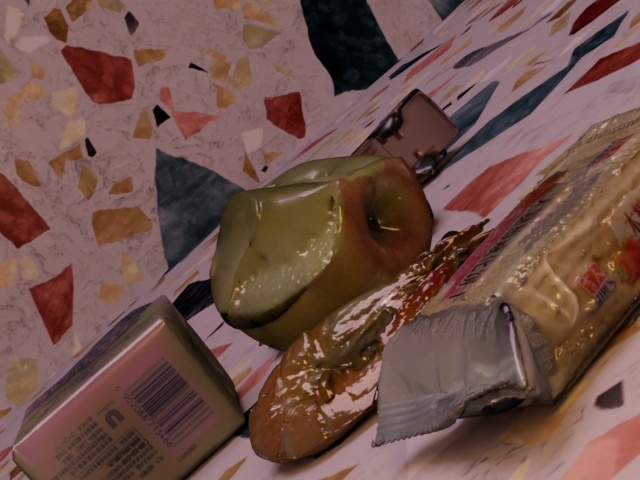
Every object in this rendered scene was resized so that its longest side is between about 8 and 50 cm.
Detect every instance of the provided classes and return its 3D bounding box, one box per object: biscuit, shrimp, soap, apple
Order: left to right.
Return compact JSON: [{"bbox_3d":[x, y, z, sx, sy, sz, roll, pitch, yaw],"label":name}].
[{"bbox_3d":[-0.188,0.173,1.345,0.199,0.138,0.182,-41,10,-3],"label":"soap"},{"bbox_3d":[0.006,0.011,1.217,0.188,0.174,0.207,0,35,46],"label":"apple"},{"bbox_3d":[0.046,0.079,1.068,0.267,0.061,0.145,-37,18,3],"label":"shrimp"},{"bbox_3d":[0.160,0.010,0.857,0.309,0.079,0.186,-43,7,-23],"label":"biscuit"}]

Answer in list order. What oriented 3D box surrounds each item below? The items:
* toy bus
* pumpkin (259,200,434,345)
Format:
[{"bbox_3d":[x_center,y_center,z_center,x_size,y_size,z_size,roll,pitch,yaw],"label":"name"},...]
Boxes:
[{"bbox_3d":[0.050,-0.060,1.639,0.274,0.090,0.112,-46,3,-26],"label":"toy bus"},{"bbox_3d":[-0.006,0.001,1.455,0.248,0.126,0.131,-40,7,11],"label":"pumpkin"}]
